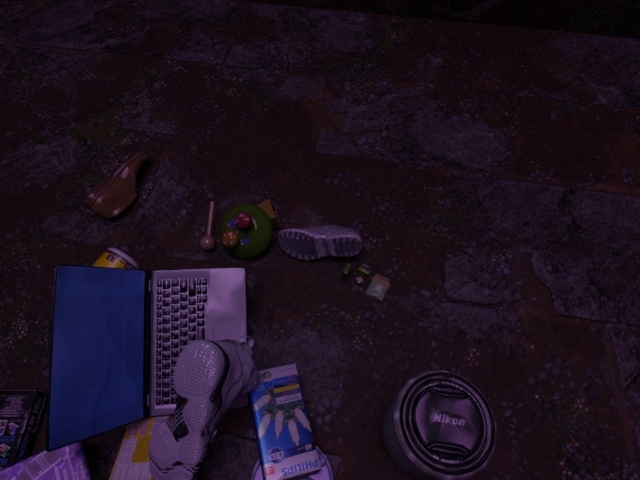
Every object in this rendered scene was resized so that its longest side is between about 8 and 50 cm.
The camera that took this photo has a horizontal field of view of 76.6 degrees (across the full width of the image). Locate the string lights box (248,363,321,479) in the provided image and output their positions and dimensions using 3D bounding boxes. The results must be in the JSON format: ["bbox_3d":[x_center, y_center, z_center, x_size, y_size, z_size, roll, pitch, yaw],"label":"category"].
[{"bbox_3d":[-0.099,0.457,1.018,0.133,0.077,0.260,-7,53,-17],"label":"string lights box"}]

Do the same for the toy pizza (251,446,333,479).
[{"bbox_3d":[-0.069,0.597,0.996,0.201,0.032,0.201,2,57,-3],"label":"toy pizza"}]

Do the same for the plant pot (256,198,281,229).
[{"bbox_3d":[-0.192,-0.078,1.377,0.083,0.081,0.081,-20,61,0],"label":"plant pot"}]

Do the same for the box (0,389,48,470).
[{"bbox_3d":[-0.887,0.531,1.010,0.295,0.073,0.293,-1,60,-2],"label":"box"}]

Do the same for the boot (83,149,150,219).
[{"bbox_3d":[-0.695,-0.199,1.454,0.115,0.112,0.305,36,56,-14],"label":"boot"}]

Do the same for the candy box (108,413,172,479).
[{"bbox_3d":[-0.443,0.517,1.002,0.105,0.027,0.206,-4,35,-1],"label":"candy box"}]

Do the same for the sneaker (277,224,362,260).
[{"bbox_3d":[0.000,0.000,1.339,0.281,0.105,0.115,5,25,7],"label":"sneaker"}]

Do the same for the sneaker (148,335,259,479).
[{"bbox_3d":[-0.256,0.392,0.949,0.137,0.210,0.366,20,97,24],"label":"sneaker"}]

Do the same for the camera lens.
[{"bbox_3d":[0.266,0.440,0.953,0.219,0.274,0.219,0,59,0],"label":"camera lens"}]

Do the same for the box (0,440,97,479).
[{"bbox_3d":[-0.635,0.572,0.927,0.207,0.108,0.153,-19,68,-30],"label":"box"}]

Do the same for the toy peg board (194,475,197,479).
[{"bbox_3d":[-0.367,0.637,0.959,0.160,0.079,0.161,-5,56,15],"label":"toy peg board"}]

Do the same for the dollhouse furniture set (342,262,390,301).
[{"bbox_3d":[0.145,0.122,1.268,0.151,0.058,0.076,23,62,13],"label":"dollhouse furniture set"}]

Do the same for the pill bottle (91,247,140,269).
[{"bbox_3d":[-0.660,0.134,1.222,0.117,0.117,0.215,24,62,14],"label":"pill bottle"}]

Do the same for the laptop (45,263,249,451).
[{"bbox_3d":[-0.381,0.252,0.987,0.408,0.236,0.382,-1,82,-11],"label":"laptop"}]

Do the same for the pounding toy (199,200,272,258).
[{"bbox_3d":[-0.280,-0.035,1.290,0.236,0.110,0.183,8,89,12],"label":"pounding toy"}]
